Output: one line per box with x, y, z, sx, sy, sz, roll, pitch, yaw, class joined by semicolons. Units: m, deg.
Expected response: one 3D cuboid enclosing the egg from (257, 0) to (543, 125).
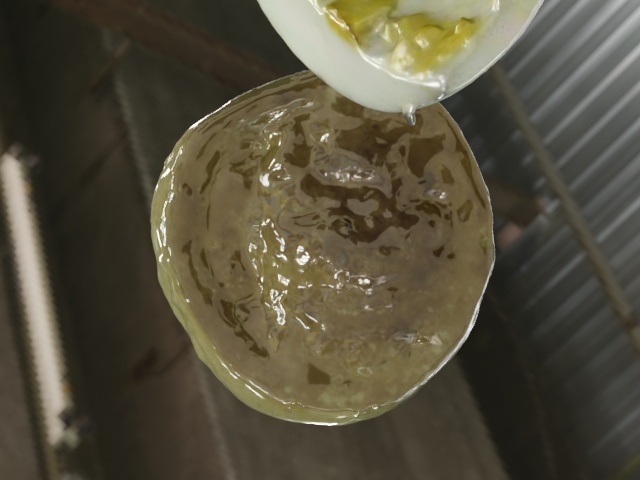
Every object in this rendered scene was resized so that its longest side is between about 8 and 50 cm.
0.045;-0.211;0.960;0.162;0.206;0.271;-27;-88;-22;egg

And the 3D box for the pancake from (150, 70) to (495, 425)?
0.000;0.000;1.133;0.242;0.242;0.050;44;178;0;pancake
